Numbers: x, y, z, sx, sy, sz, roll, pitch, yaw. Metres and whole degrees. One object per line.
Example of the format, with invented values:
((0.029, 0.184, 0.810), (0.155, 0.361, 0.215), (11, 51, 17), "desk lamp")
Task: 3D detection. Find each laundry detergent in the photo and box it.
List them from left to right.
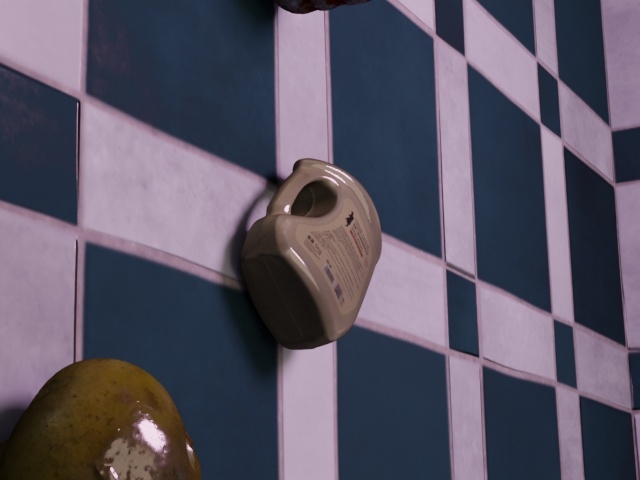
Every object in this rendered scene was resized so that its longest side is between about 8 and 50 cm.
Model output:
((0.000, 0.000, 1.553), (0.181, 0.091, 0.253), (62, 33, -23), "laundry detergent")

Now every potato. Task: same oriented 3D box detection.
((-0.181, 0.218, 1.085), (0.197, 0.148, 0.228), (51, 40, -22), "potato")

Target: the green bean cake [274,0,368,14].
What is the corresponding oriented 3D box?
((0.028, -0.385, 1.605), (0.097, 0.198, 0.232), (47, 38, -50), "green bean cake")
